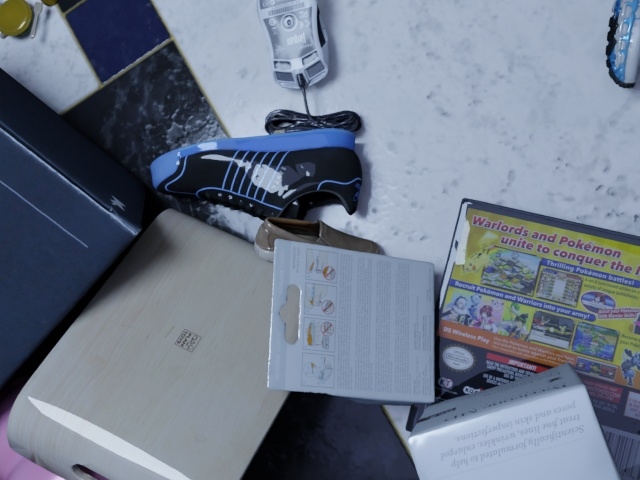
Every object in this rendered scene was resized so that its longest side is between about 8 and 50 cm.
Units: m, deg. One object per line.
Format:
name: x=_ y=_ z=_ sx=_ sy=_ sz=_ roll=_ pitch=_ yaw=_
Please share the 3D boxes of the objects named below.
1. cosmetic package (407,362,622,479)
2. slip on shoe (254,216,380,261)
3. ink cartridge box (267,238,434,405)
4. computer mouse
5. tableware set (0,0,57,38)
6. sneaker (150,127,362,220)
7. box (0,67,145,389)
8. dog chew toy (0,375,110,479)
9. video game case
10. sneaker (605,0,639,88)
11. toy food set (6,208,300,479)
cosmetic package: x=0.178 y=0.207 z=0.703 sx=0.151 sy=0.184 sz=0.151 roll=-20 pitch=82 yaw=11
slip on shoe: x=0.000 y=0.000 z=0.835 sx=0.135 sy=0.051 sz=0.041 roll=7 pitch=124 yaw=-13
ink cartridge box: x=0.028 y=0.083 z=0.784 sx=0.179 sy=0.045 sz=0.145 roll=9 pitch=73 yaw=-22
computer mouse: x=-0.020 y=-0.204 z=0.882 sx=0.106 sy=0.042 sz=0.193 roll=-9 pitch=90 yaw=17
tableware set: x=-0.393 y=-0.300 z=0.980 sx=0.154 sy=0.024 sz=0.104 roll=12 pitch=86 yaw=14
sneaker: x=-0.071 y=-0.059 z=0.862 sx=0.232 sy=0.081 sz=0.090 roll=-7 pitch=78 yaw=11
box: x=-0.417 y=0.018 z=0.812 sx=0.293 sy=0.212 sz=0.395 roll=41 pitch=96 yaw=-19
dog chew toy: x=-0.227 y=0.275 z=0.825 sx=0.206 sy=0.206 sz=0.332 roll=-46 pitch=71 yaw=6
video game case: x=0.248 y=0.108 z=0.807 sx=0.275 sy=0.035 sz=0.248 roll=14 pitch=90 yaw=14
sneaker: x=0.333 y=-0.242 z=0.792 sx=0.083 sy=0.071 sz=0.190 roll=11 pitch=89 yaw=7
toy food set: x=-0.127 y=0.121 z=0.804 sx=0.220 sy=0.092 sz=0.306 roll=24 pitch=58 yaw=12
